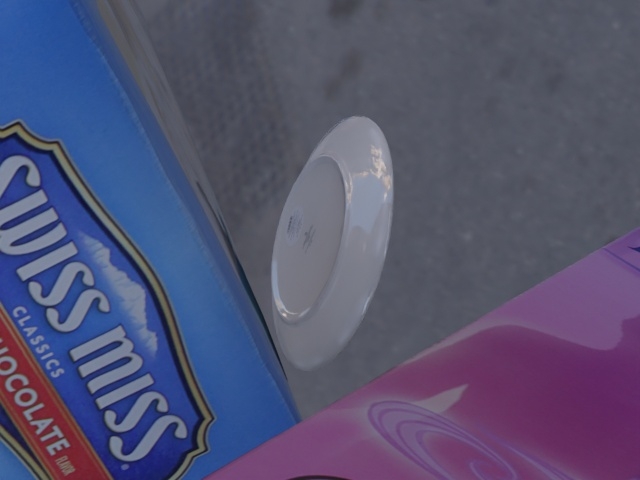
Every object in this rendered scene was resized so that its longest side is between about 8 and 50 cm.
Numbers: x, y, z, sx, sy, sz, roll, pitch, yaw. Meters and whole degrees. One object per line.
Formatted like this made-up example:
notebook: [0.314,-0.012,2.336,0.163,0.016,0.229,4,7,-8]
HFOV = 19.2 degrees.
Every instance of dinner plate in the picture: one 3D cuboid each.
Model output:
dinner plate: [0.000,0.000,1.018,0.141,0.017,0.141,-46,36,50]

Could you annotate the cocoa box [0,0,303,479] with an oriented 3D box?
cocoa box: [-0.177,-0.048,0.723,0.228,0.231,0.347,-25,37,0]

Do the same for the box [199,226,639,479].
box: [0.101,0.118,0.451,0.213,0.243,0.117,29,118,26]
